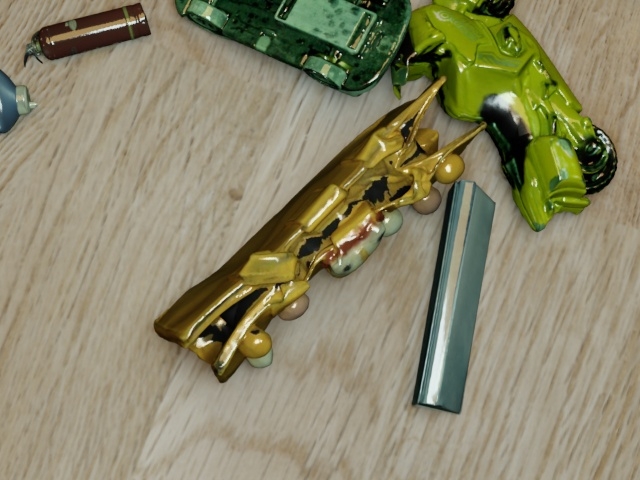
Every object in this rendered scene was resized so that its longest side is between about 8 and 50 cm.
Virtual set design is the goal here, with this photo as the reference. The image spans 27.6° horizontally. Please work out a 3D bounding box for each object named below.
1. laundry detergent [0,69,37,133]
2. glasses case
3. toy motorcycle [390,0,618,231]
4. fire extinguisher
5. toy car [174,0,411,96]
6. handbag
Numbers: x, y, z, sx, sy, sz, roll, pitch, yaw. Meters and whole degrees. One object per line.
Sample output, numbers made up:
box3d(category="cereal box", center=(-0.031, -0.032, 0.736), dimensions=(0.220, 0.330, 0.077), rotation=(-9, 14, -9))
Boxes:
box3d(category="laundry detergent", center=(-0.444, -0.163, 1.561), dimensions=(0.206, 0.061, 0.097), rotation=(-6, 79, -4))
box3d(category="glasses case", center=(0.151, 0.067, 1.551), dimensions=(0.056, 0.105, 0.266), rotation=(6, 79, 24))
box3d(category="toy motorcycle", center=(0.208, -0.174, 1.560), dimensions=(0.206, 0.142, 0.342), rotation=(-30, 82, -6))
box3d(category="fire extinguisher", center=(-0.289, -0.253, 1.594), dimensions=(0.158, 0.043, 0.064), rotation=(-15, 52, -6))
box3d(category="toy car", center=(-0.029, -0.273, 1.571), dimensions=(0.306, 0.125, 0.136), rotation=(26, 85, 23))
box3d(category="handbag", center=(0.000, 0.000, 1.449), dimensions=(0.401, 0.283, 0.133), rotation=(-43, 89, -10))
